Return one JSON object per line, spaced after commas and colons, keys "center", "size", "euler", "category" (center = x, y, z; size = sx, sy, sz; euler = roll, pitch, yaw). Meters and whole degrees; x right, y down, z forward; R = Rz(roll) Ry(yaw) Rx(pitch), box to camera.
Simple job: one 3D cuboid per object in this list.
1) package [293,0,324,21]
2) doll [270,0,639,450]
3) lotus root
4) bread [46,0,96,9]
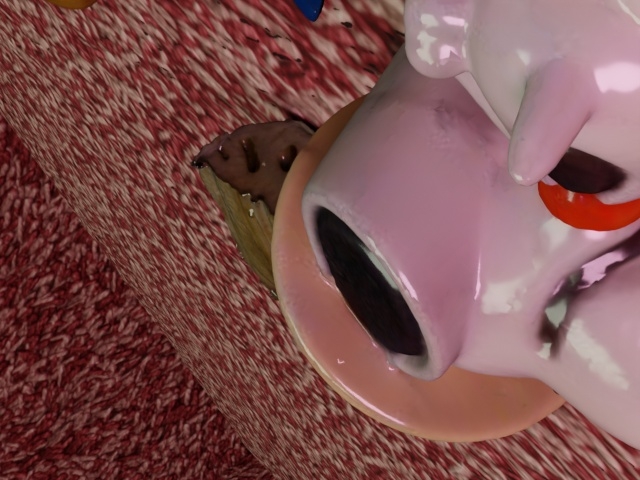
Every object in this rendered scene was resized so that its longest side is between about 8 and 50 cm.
{"center": [-0.050, -0.185, 0.590], "size": [0.173, 0.027, 0.171], "euler": [53, 169, 8], "category": "package"}
{"center": [0.061, -0.039, 0.410], "size": [0.208, 0.144, 0.271], "euler": [15, 151, 35], "category": "doll"}
{"center": [0.002, -0.003, 0.860], "size": [0.143, 0.070, 0.144], "euler": [36, 158, 33], "category": "lotus root"}
{"center": [-0.233, -0.227, 0.868], "size": [0.239, 0.074, 0.092], "euler": [30, 172, -7], "category": "bread"}
